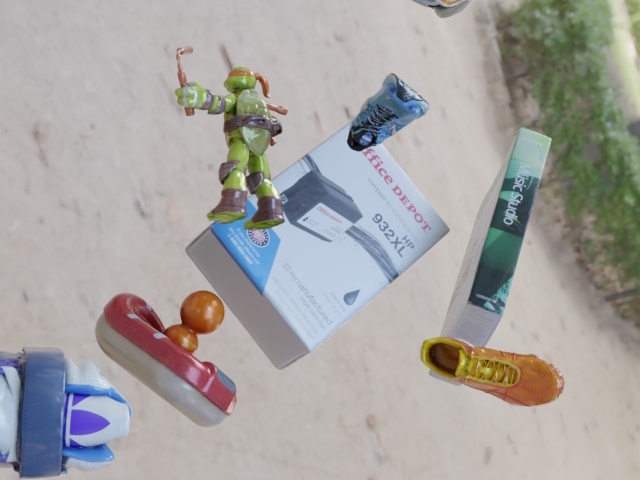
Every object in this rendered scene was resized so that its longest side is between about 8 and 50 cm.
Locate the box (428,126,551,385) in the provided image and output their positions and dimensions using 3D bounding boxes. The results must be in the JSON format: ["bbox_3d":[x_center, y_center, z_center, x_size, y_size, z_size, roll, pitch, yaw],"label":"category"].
[{"bbox_3d":[0.249,0.025,1.603,0.232,0.058,0.322,106,4,-58],"label":"box"}]

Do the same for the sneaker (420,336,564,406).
[{"bbox_3d":[0.191,0.152,1.241,0.067,0.175,0.064,7,91,-55],"label":"sneaker"}]

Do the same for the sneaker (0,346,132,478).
[{"bbox_3d":[-0.294,0.146,0.960,0.323,0.236,0.130,40,48,-76],"label":"sneaker"}]

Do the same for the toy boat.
[{"bbox_3d":[-0.186,0.131,1.444,0.151,0.231,0.151,-52,140,-12],"label":"toy boat"}]

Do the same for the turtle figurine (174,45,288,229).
[{"bbox_3d":[-0.087,-0.127,1.371,0.269,0.087,0.217,20,63,-65],"label":"turtle figurine"}]

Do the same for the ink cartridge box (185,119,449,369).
[{"bbox_3d":[0.000,0.000,1.573,0.307,0.129,0.223,-39,90,-30],"label":"ink cartridge box"}]

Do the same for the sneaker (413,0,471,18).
[{"bbox_3d":[0.130,-0.347,1.296,0.126,0.127,0.321,32,11,-12],"label":"sneaker"}]

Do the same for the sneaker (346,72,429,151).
[{"bbox_3d":[0.073,-0.139,1.278,0.063,0.073,0.162,39,-17,-3],"label":"sneaker"}]
